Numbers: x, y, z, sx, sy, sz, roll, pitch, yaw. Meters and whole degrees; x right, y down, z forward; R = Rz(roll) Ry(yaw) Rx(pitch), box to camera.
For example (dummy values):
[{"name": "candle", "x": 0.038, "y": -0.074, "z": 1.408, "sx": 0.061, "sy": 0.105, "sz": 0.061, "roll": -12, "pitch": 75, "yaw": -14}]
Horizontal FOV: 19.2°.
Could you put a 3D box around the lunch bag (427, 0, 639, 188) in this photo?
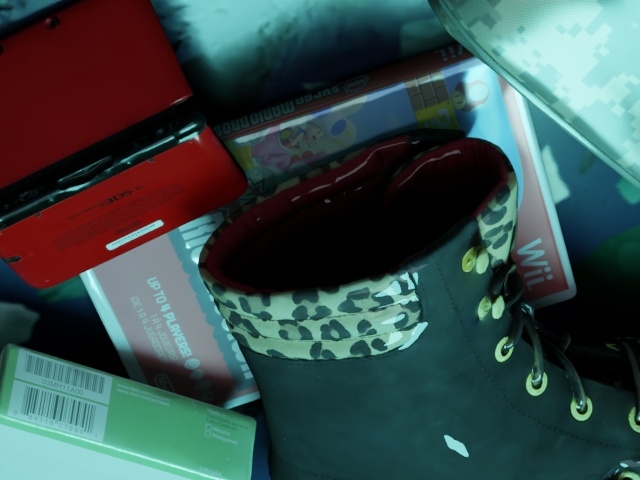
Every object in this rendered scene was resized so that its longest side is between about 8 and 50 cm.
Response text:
[{"name": "lunch bag", "x": 0.171, "y": -0.202, "z": 0.850, "sx": 0.212, "sy": 0.305, "sz": 0.256, "roll": 32, "pitch": 117, "yaw": -31}]

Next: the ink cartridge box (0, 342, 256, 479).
[{"name": "ink cartridge box", "x": -0.169, "y": 0.158, "z": 1.224, "sx": 0.171, "sy": 0.056, "sz": 0.235, "roll": 19, "pitch": 146, "yaw": -22}]

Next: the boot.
[{"name": "boot", "x": 0.126, "y": 0.065, "z": 1.132, "sx": 0.377, "sy": 0.138, "sz": 0.284, "roll": -15, "pitch": 129, "yaw": 7}]

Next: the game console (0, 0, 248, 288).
[{"name": "game console", "x": -0.132, "y": -0.056, "z": 1.067, "sx": 0.144, "sy": 0.085, "sz": 0.124, "roll": -25, "pitch": 147, "yaw": 7}]

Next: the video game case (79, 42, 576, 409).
[{"name": "video game case", "x": 0.000, "y": 0.000, "z": 1.153, "sx": 0.285, "sy": 0.025, "sz": 0.204, "roll": -18, "pitch": 129, "yaw": 3}]
